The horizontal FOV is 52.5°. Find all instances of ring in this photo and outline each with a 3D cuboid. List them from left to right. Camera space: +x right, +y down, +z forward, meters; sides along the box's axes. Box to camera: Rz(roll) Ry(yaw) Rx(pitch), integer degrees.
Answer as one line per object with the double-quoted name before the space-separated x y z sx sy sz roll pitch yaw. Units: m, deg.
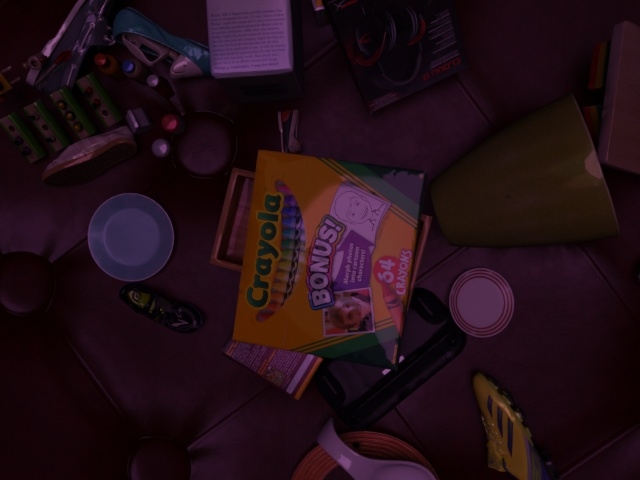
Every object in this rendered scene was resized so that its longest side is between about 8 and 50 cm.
"ring" 0.094 0.563 1.369 0.336 0.032 0.337 0 93 3

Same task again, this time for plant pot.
"plant pot" 0.369 -0.094 1.229 0.293 0.275 0.275 -19 91 20

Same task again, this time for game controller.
"game controller" 0.142 0.245 1.347 0.319 0.067 0.166 -40 75 4

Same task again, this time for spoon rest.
"spoon rest" 0.113 0.469 1.304 0.276 0.084 0.137 35 95 1

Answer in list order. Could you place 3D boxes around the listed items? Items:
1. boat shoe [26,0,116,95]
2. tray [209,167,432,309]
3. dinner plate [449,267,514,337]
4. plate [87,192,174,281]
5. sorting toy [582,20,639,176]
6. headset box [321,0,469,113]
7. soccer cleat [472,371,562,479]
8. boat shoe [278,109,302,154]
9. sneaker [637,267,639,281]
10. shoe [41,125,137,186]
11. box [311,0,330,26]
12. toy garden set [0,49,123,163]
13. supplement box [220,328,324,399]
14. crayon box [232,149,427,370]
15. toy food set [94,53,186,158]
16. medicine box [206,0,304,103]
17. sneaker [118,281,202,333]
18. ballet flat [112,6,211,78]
"boat shoe" -0.474 -0.425 1.340 0.099 0.116 0.319 38 96 -16
"tray" 0.000 0.000 1.315 0.410 0.076 0.203 15 93 10
"dinner plate" 0.328 0.127 1.330 0.141 0.017 0.141 1 85 -9
"plate" -0.401 -0.007 1.383 0.188 0.024 0.188 0 91 4
"sorting toy" 0.603 -0.244 1.230 0.257 0.089 0.256 9 88 -29
"headset box" 0.143 -0.395 1.223 0.218 0.293 0.110 -24 48 5
"soccer cleat" 0.375 0.405 1.314 0.121 0.093 0.289 -32 89 11
"boat shoe" -0.060 -0.203 1.342 0.043 0.049 0.137 -6 87 2
"sneaker" 0.770 0.109 1.247 0.293 0.146 0.102 27 94 2
"shoe" -0.486 -0.175 1.363 0.219 0.076 0.058 -22 66 6
"box" 0.078 -0.511 1.286 0.203 0.114 0.103 -12 92 3
"toy garden set" -0.559 -0.279 1.305 0.244 0.049 0.204 -21 117 16
"supplement box" -0.096 0.230 1.343 0.188 0.081 0.104 31 94 2
"crayon box" 0.019 0.032 1.221 0.312 0.106 0.363 8 92 9
"toy food set" -0.361 -0.286 1.329 0.111 0.104 0.232 -26 90 4
"medicine box" -0.117 -0.429 1.227 0.149 0.263 0.290 -3 92 3
"sneaker" -0.338 0.146 1.357 0.188 0.078 0.067 25 94 2
"ballet flat" -0.307 -0.378 1.318 0.247 0.083 0.087 26 75 -8
